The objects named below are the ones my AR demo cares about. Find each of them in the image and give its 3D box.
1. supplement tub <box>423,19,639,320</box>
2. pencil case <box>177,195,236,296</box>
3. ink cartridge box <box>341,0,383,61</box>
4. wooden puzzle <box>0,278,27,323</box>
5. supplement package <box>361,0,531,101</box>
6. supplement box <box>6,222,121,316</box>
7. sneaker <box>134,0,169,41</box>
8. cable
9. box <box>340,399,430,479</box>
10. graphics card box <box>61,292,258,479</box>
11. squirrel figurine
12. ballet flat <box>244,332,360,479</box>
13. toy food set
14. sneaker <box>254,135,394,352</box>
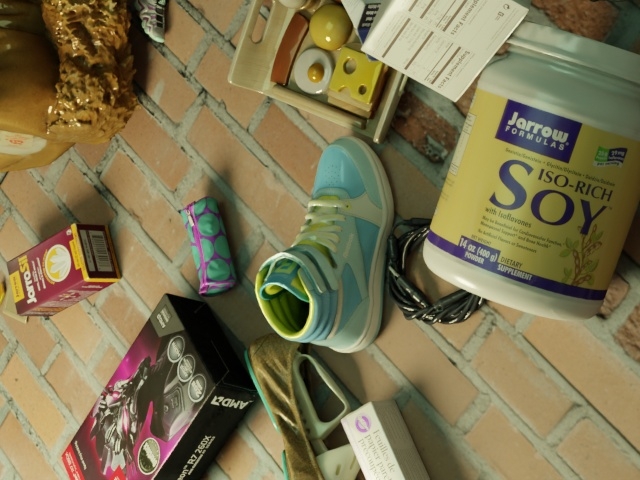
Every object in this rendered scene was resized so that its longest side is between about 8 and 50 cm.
[{"bbox_3d":[0.286,-0.088,1.668,0.241,0.241,0.331,24,101,35],"label":"supplement tub"},{"bbox_3d":[-0.178,0.011,2.108,0.064,0.070,0.152,-24,74,32],"label":"pencil case"},{"bbox_3d":[0.118,-0.354,1.825,0.045,0.223,0.224,-48,60,49],"label":"ink cartridge box"},{"bbox_3d":[-0.546,0.108,2.407,0.116,0.014,0.079,27,107,35],"label":"wooden puzzle"},{"bbox_3d":[0.188,-0.352,1.696,0.204,0.145,0.262,-53,11,54],"label":"supplement package"},{"bbox_3d":[-0.444,0.053,2.293,0.188,0.080,0.104,-26,72,32],"label":"supplement box"},{"bbox_3d":[-0.270,-0.385,2.221,0.069,0.038,0.098,-41,65,28],"label":"sneaker"},{"bbox_3d":[0.168,0.045,1.865,0.184,0.047,0.151,7,91,36],"label":"cable"},{"bbox_3d":[0.129,0.380,1.860,0.063,0.067,0.324,-36,68,29],"label":"box"},{"bbox_3d":[-0.262,0.297,2.104,0.371,0.094,0.233,-55,42,19],"label":"graphics card box"},{"bbox_3d":[-0.476,-0.346,2.274,0.397,0.281,0.371,-6,73,22],"label":"squirrel figurine"},{"bbox_3d":[-0.007,0.286,1.955,0.124,0.116,0.342,-23,68,13],"label":"ballet flat"},{"bbox_3d":[0.010,-0.292,1.976,0.306,0.092,0.220,26,102,35],"label":"toy food set"},{"bbox_3d":[0.000,0.000,1.892,0.127,0.208,0.319,-5,84,37],"label":"sneaker"}]
